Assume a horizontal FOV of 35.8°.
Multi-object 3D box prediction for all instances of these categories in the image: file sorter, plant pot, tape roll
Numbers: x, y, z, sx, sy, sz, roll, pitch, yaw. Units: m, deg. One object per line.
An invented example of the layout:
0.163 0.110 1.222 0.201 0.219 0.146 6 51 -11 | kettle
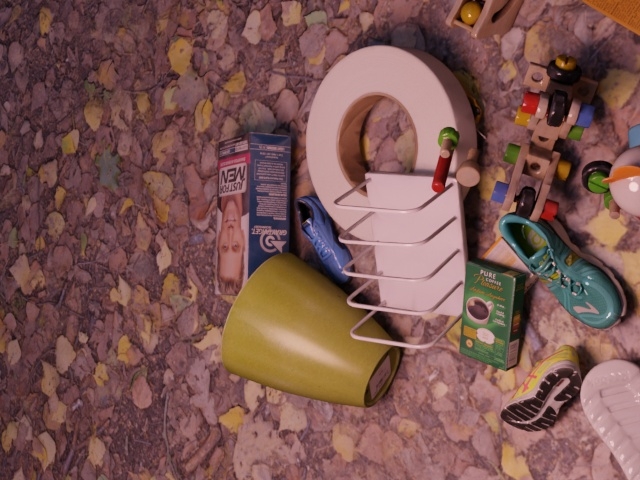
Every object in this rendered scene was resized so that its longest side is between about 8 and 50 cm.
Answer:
0.147 0.033 1.814 0.192 0.173 0.278 6 114 33 | file sorter
0.001 0.205 1.975 0.293 0.274 0.275 25 104 24 | plant pot
0.130 -0.186 1.950 0.392 0.072 0.392 6 99 42 | tape roll

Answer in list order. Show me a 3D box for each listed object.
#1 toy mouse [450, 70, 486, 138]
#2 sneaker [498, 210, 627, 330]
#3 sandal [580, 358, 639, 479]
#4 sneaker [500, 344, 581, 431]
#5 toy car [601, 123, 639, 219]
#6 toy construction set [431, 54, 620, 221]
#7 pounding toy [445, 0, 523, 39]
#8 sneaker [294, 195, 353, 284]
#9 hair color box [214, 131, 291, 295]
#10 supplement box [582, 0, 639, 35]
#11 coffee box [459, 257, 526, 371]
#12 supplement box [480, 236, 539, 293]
0.247 -0.239 1.915 0.143 0.031 0.161 -25 71 37 | toy mouse
0.406 0.051 1.705 0.275 0.110 0.107 49 117 31 | sneaker
0.564 0.370 1.559 0.169 0.102 0.416 -32 62 17 | sandal
0.391 0.258 1.735 0.208 0.081 0.094 -53 10 42 | sneaker
0.535 -0.092 1.518 0.210 0.238 0.219 -10 81 40 | toy car
0.354 -0.189 1.718 0.308 0.237 0.257 -5 128 21 | toy construction set
0.341 -0.483 1.770 0.155 0.154 0.270 36 111 37 | pounding toy
0.000 0.000 2.081 0.069 0.082 0.209 -35 66 32 | sneaker
-0.149 -0.052 2.167 0.174 0.105 0.347 -5 84 61 | hair color box
0.548 -0.371 1.633 0.233 0.078 0.080 41 113 34 | supplement box
0.311 0.134 1.795 0.113 0.040 0.184 18 114 44 | coffee box
0.347 0.048 1.804 0.062 0.036 0.098 -51 58 27 | supplement box
